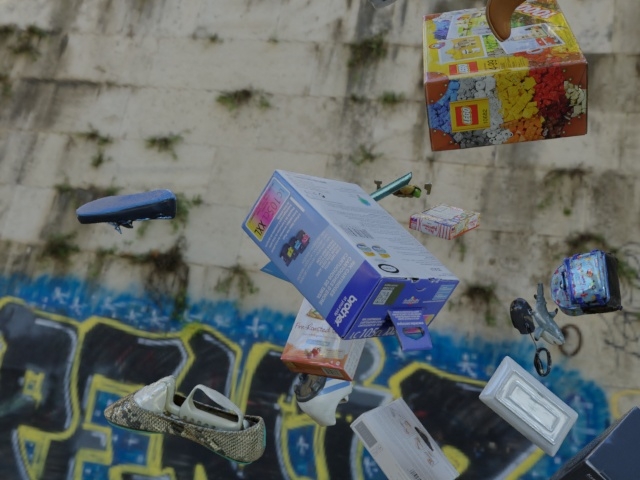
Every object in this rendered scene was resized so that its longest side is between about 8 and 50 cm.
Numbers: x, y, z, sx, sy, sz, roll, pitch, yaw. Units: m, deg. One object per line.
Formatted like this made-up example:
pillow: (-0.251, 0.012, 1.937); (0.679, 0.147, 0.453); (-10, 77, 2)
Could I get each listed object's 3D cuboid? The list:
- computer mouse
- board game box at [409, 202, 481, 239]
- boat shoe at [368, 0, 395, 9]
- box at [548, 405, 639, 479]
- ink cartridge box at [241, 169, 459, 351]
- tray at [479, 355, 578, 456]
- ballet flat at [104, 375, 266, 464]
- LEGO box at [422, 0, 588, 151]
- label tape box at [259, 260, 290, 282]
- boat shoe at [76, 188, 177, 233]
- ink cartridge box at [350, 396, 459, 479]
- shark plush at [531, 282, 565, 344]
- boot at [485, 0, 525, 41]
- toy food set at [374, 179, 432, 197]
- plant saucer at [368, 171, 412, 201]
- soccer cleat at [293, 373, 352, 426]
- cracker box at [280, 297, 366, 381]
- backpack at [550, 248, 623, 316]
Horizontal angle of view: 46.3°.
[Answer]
computer mouse: (0.623, 0.284, 2.215); (0.071, 0.242, 0.041); (-23, -15, 12)
board game box: (0.392, -0.063, 2.350); (0.147, 0.045, 0.193); (20, 26, 36)
boat shoe: (0.120, -0.560, 1.587); (0.095, 0.084, 0.258); (-25, 2, 4)
box: (0.690, 0.618, 1.716); (0.293, 0.212, 0.395); (46, -31, 20)
ink cartridge box: (0.075, 0.044, 1.423); (0.270, 0.151, 0.395); (5, 32, -50)
tray: (0.570, 0.449, 2.024); (0.270, 0.145, 0.030); (39, -15, -6)
ballet flat: (-0.378, 0.483, 2.128); (0.483, 0.182, 0.164); (15, 20, 10)
LEGO box: (0.459, -0.443, 1.947); (0.372, 0.500, 0.193); (-5, -57, 10)
label tape box: (0.000, 0.000, 2.288); (0.334, 0.106, 0.240); (-34, -38, 26)
boat shoe: (-0.506, -0.065, 1.973); (0.258, 0.109, 0.089); (-7, -58, -5)
ink cartridge box: (0.251, 0.618, 2.193); (0.066, 0.296, 0.261); (-46, -21, 22)
shark plush: (0.585, 0.190, 1.934); (0.067, 0.161, 0.073); (-12, -15, 28)
boot: (0.441, -0.542, 1.657); (0.152, 0.073, 0.197); (-3, -54, 31)
toy food set: (0.278, -0.164, 2.530); (0.192, 0.038, 0.132); (4, -14, 9)
plant saucer: (0.171, -0.130, 2.068); (0.192, 0.018, 0.067); (-28, -13, -15)
soccer cleat: (0.035, 0.322, 1.894); (0.116, 0.331, 0.143); (-15, -61, 36)
cracker box: (0.026, 0.187, 1.671); (0.156, 0.232, 0.067); (4, -34, 28)
backpack: (0.660, 0.111, 1.902); (0.117, 0.158, 0.173); (19, -25, -40)
